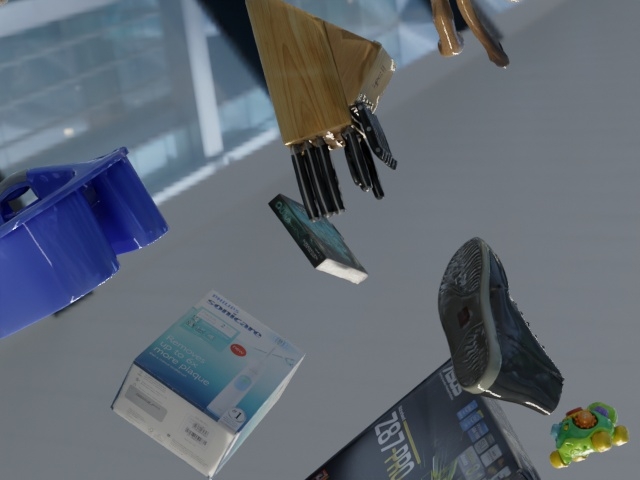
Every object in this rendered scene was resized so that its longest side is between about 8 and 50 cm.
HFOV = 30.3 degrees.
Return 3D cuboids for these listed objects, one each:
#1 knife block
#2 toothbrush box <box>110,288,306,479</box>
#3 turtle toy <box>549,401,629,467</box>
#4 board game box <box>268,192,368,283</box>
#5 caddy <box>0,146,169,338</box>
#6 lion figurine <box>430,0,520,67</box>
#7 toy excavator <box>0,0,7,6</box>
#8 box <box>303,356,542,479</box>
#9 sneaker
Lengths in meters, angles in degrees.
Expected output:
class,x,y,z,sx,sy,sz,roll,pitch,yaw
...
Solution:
class,x,y,z,sx,sy,sz,roll,pitch,yaw
knife block,-0.018,-0.162,1.543,0.276,0.242,0.088,28,179,19
toothbrush box,-0.190,0.244,2.070,0.216,0.126,0.295,34,-150,8
turtle toy,0.361,0.255,1.591,0.095,0.066,0.130,-33,162,37
board game box,0.000,0.000,1.770,0.026,0.126,0.186,-41,160,11
caddy,-0.375,-0.012,1.611,0.341,0.179,0.241,-25,-168,40
lion figurine,0.149,-0.396,1.308,0.142,0.240,0.392,-16,-131,8
toy excavator,-0.241,-0.431,0.819,0.222,0.433,0.445,5,-146,0
box,0.126,0.345,1.562,0.318,0.097,0.395,-39,-165,7
sneaker,0.208,0.102,1.371,0.083,0.118,0.222,-42,-147,36
